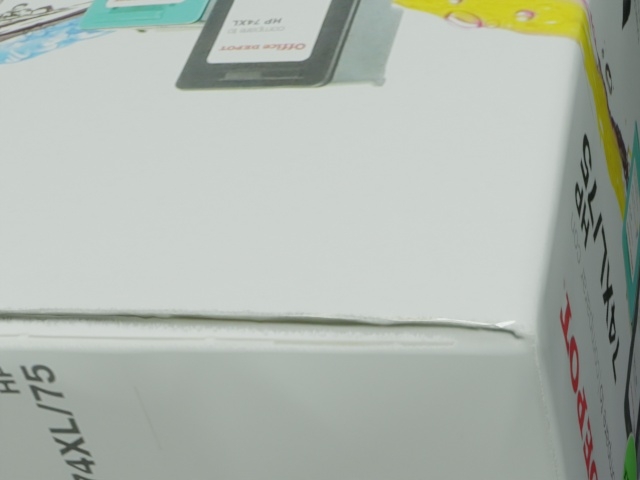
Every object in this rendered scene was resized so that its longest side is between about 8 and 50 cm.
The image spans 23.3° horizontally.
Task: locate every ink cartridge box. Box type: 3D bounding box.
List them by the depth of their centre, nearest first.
[{"bbox_3d":[0.000,0.000,0.495,0.197,0.198,0.270,0,43,17],"label":"ink cartridge box"}]
